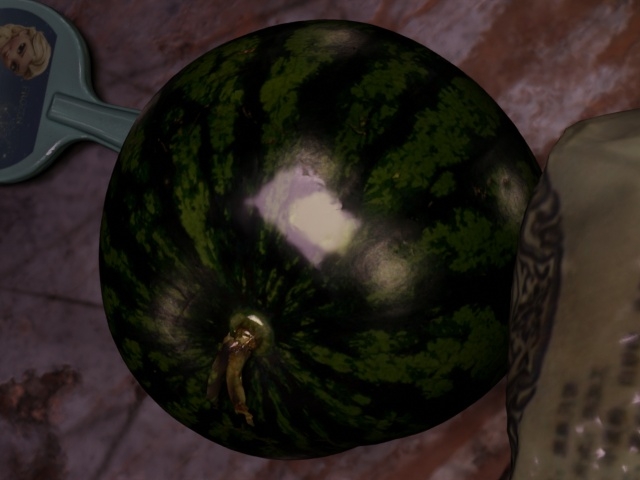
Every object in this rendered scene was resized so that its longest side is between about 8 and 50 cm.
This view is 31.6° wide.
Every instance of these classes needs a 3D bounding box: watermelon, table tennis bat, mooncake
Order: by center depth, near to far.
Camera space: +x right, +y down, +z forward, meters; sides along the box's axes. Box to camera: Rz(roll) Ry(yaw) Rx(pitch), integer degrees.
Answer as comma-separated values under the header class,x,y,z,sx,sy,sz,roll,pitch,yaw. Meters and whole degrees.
class,x,y,z,sx,sy,sz,roll,pitch,yaw
mooncake,0.191,0.076,0.593,0.136,0.250,0.254,6,78,37
watermelon,0.002,-0.002,0.666,0.269,0.269,0.268,-3,80,17
table tennis bat,-0.210,-0.103,0.861,0.237,0.038,0.149,20,87,23
